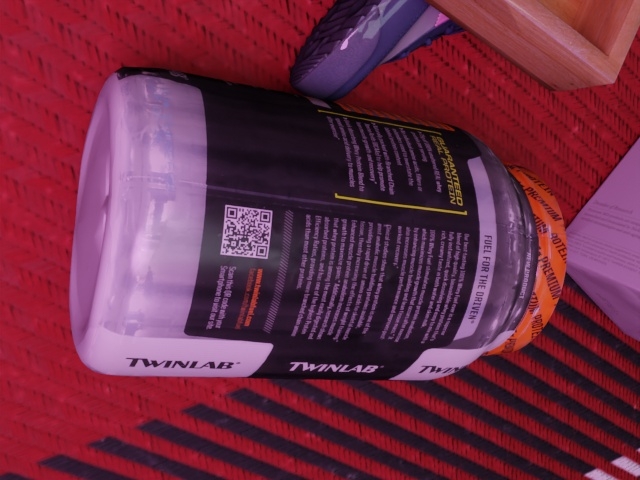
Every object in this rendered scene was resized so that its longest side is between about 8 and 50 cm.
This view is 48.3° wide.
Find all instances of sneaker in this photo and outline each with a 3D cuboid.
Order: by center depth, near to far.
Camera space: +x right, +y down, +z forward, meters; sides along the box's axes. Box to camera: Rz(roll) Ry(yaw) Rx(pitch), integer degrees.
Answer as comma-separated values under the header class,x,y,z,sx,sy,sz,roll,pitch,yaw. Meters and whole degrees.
class,x,y,z,sx,sy,sz,roll,pitch,yaw
sneaker,0.118,-0.202,0.579,0.319,0.112,0.131,-45,114,-4

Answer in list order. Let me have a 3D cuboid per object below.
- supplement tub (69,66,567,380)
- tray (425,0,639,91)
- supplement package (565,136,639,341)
class,x,y,z,sx,sy,sz,roll,pitch,yaw
supplement tub,0.000,0.000,0.535,0.338,0.207,0.207,6,103,-24
tray,0.061,-0.288,0.450,0.411,0.076,0.202,27,85,-22
supplement package,0.420,-0.029,0.726,0.177,0.175,0.293,40,88,-28
